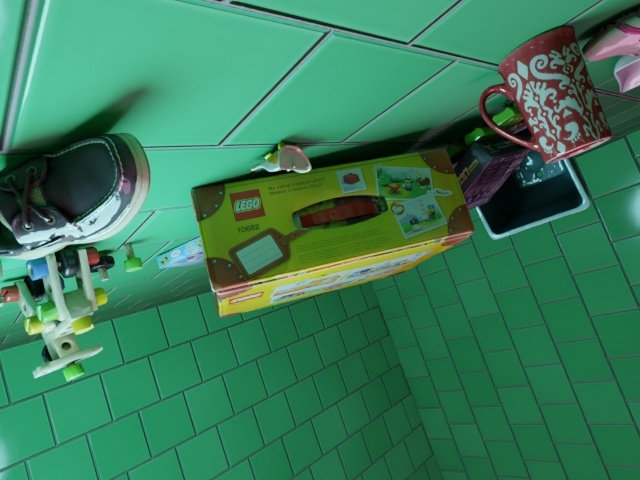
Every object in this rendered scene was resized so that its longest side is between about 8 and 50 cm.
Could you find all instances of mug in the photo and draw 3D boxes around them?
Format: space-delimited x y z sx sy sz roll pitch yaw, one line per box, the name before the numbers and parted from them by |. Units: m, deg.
mug | 0.344 -0.206 0.667 0.113 0.169 0.150 -16 172 -36

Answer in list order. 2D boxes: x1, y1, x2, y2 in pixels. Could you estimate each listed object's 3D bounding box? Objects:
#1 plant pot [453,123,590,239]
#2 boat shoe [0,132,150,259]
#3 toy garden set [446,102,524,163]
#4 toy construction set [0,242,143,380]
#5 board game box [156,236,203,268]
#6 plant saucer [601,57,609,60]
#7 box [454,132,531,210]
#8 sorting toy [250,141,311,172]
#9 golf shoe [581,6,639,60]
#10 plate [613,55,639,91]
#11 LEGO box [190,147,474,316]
plant pot | 0.555 -0.190 1.174 0.247 0.247 0.252 -25 -174 40
boat shoe | -0.307 -0.037 0.478 0.286 0.102 0.092 -16 180 27
toy garden set | 0.358 -0.238 0.981 0.204 0.049 0.244 -19 170 -42
toy construction set | -0.517 0.153 0.821 0.258 0.237 0.309 -21 173 14
board game box | -0.312 0.021 1.193 0.212 0.039 0.160 -21 173 19
plant saucer | 0.519 -0.340 0.747 0.084 0.013 0.083 -20 174 -2
box | 0.367 -0.147 0.996 0.233 0.059 0.183 -19 148 -42
sorting toy | -0.071 -0.125 0.703 0.075 0.044 0.083 -15 177 35
golf shoe | 0.497 -0.307 0.651 0.186 0.085 0.067 -19 175 10
plate | 0.698 -0.380 0.802 0.278 0.045 0.277 -25 173 37
LEGO box | 0.000 0.000 0.949 0.501 0.192 0.372 -12 167 -16
